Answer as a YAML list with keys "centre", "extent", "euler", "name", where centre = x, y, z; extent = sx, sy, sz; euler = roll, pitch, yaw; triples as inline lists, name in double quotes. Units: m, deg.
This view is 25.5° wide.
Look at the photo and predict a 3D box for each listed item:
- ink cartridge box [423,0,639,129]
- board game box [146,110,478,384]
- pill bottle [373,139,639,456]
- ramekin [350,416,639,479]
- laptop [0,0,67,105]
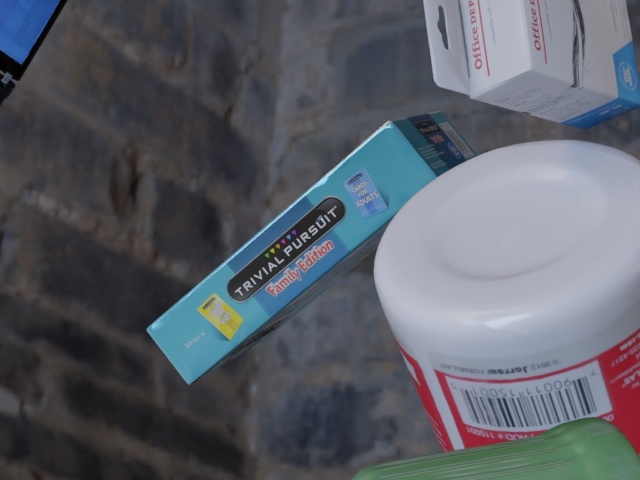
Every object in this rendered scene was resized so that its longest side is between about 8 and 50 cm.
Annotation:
- centre: [0.159, -0.153, 1.052]
  extent: [0.180, 0.104, 0.060]
  euler: [8, 159, -43]
  name: "ink cartridge box"
- centre: [0.000, 0.000, 1.504]
  extent: [0.336, 0.079, 0.254]
  euler: [-40, 175, 16]
  name: "board game box"
- centre: [0.208, 0.140, 1.144]
  extent: [0.229, 0.229, 0.407]
  euler: [-5, 127, 25]
  name: "pill bottle"
- centre: [0.098, 0.254, 0.776]
  extent: [0.148, 0.303, 0.303]
  euler: [-4, 160, -4]
  name: "ramekin"
- centre: [-0.406, -0.218, 1.382]
  extent: [0.234, 0.264, 0.136]
  euler: [35, 154, -5]
  name: "laptop"
